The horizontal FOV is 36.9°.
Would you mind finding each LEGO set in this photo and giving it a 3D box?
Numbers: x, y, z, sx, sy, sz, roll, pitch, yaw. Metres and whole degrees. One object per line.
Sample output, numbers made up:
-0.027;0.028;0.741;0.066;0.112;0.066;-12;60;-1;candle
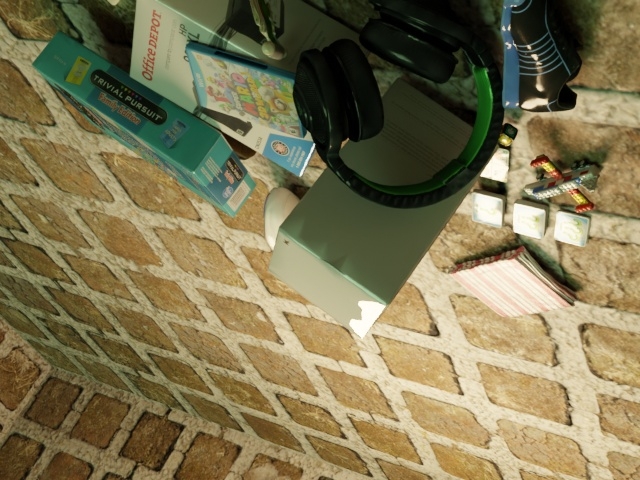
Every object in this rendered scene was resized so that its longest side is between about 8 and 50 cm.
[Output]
0.303;-0.066;1.386;0.182;0.060;0.244;16;150;18;LEGO set

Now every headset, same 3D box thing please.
0.060;-0.225;1.197;0.394;0.243;0.185;52;178;-24;headset

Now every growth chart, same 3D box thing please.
-0.081;-0.330;1.165;0.021;0.172;0.237;-12;106;7;growth chart

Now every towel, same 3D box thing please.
0.326;0.074;1.636;0.144;0.029;0.197;39;154;-17;towel

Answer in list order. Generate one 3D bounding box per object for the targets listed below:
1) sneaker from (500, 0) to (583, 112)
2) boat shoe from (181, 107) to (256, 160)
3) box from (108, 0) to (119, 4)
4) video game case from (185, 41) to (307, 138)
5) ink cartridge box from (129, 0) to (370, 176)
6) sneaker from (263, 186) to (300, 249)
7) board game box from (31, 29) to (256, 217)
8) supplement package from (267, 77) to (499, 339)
0.260;-0.239;1.119;0.090;0.081;0.232;7;148;16;sneaker
-0.183;-0.184;1.664;0.152;0.056;0.049;35;148;-10;boat shoe
-0.228;-0.425;1.195;0.127;0.148;0.232;41;151;-18;box
-0.100;-0.203;1.307;0.166;0.015;0.119;20;151;18;video game case
-0.109;-0.259;1.380;0.307;0.129;0.223;30;154;0;ink cartridge box
0.000;0.000;1.770;0.152;0.114;0.305;-4;144;27;sneaker
-0.284;-0.189;1.599;0.336;0.079;0.254;34;173;15;board game box
0.083;-0.043;1.348;0.177;0.293;0.175;36;158;6;supplement package
